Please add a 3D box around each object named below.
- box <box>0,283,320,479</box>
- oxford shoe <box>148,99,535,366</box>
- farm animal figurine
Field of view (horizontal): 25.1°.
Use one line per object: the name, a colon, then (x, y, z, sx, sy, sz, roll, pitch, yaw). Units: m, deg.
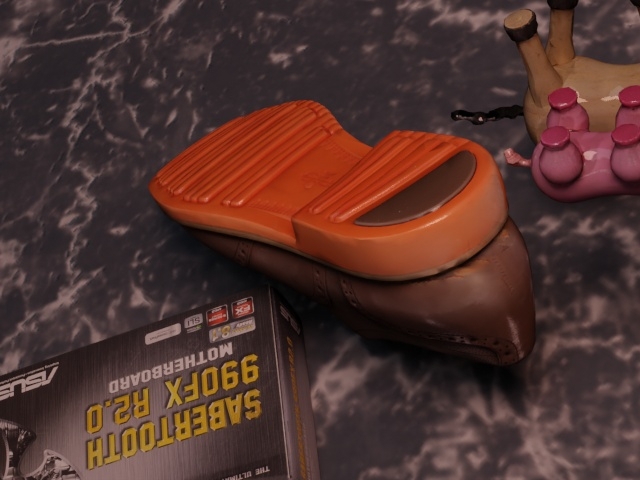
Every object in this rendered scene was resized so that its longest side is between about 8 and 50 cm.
box: (-0.116, 0.148, 0.940, 0.231, 0.056, 0.183, -19, 52, 16)
oxford shoe: (0.000, 0.000, 0.937, 0.130, 0.132, 0.364, -37, 27, -17)
farm animal figurine: (0.284, -0.040, 0.796, 0.327, 0.172, 0.330, -26, 42, -5)
